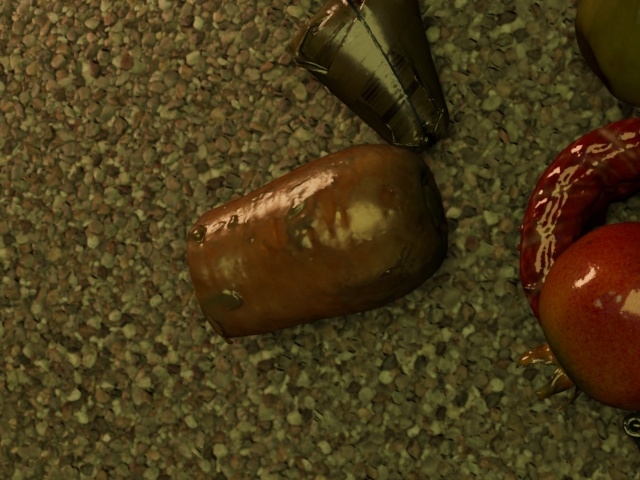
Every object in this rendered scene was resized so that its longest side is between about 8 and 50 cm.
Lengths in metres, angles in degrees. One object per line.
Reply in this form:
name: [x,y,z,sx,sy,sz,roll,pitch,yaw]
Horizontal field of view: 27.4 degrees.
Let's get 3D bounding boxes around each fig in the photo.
fig: [0.459,-0.306,1.709,0.239,0.239,0.271,26,129,13]

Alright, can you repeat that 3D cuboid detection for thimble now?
thimble: [0.422,0.005,1.719,0.350,0.230,0.350,0,88,11]

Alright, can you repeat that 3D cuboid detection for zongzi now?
zongzi: [0.133,-0.295,1.849,0.260,0.123,0.289,41,96,5]

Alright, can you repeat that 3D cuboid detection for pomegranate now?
pomegranate: [0.345,0.096,1.510,0.256,0.221,0.221,-36,79,17]

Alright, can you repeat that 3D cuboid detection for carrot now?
carrot: [0.000,0.000,1.820,0.340,0.224,0.224,-16,83,17]

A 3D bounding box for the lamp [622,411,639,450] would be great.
lamp: [0.500,0.268,1.737,0.172,0.147,0.227,-20,74,11]
